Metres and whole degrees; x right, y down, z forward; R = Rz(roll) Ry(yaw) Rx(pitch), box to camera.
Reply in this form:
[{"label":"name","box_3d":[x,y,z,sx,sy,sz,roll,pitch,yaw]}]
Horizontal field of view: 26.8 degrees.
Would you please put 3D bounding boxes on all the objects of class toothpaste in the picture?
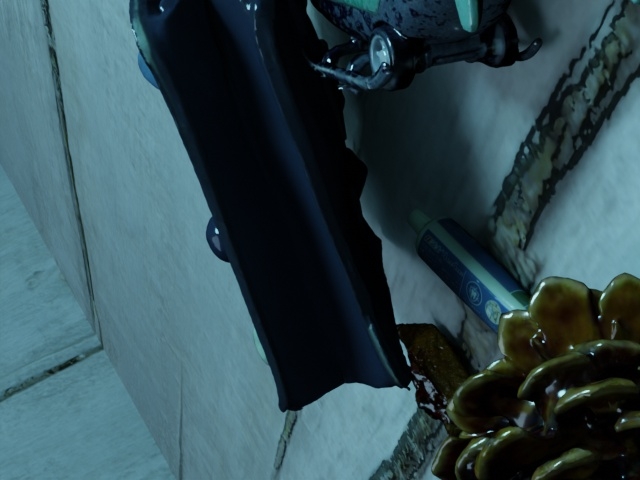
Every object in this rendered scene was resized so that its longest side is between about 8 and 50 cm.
[{"label":"toothpaste","box_3d":[0.119,0.040,0.898,0.197,0.034,0.057,47,165,36]}]

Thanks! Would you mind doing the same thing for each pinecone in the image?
[{"label":"pinecone","box_3d":[0.158,0.134,0.697,0.186,0.168,0.212,56,-179,-28]}]

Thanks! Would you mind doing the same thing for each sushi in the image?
[{"label":"sushi","box_3d":[0.091,0.110,1.057,0.099,0.047,0.050,58,165,22]}]

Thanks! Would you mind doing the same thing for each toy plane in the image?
[{"label":"toy plane","box_3d":[0.062,-0.156,0.684,0.381,0.106,0.155,-143,43,-65]}]

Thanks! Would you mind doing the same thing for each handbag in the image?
[{"label":"handbag","box_3d":[-0.036,-0.071,0.937,0.269,0.118,0.326,-92,-14,-59]}]
